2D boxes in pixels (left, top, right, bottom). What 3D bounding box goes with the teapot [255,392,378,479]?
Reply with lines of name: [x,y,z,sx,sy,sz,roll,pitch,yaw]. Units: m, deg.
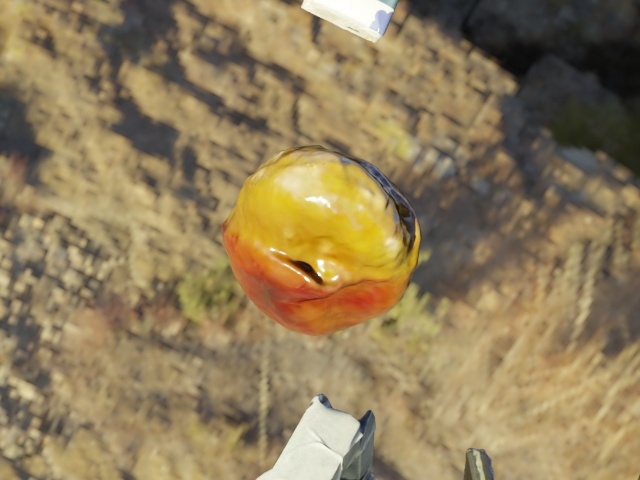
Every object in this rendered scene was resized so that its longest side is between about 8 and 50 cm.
teapot: [-0.001,0.241,1.190,0.163,0.221,0.178,36,39,2]

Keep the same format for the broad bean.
broad bean: [0.000,0.004,1.415,0.156,0.228,0.122,41,72,4]

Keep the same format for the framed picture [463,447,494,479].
framed picture: [0.096,0.318,0.983,0.016,0.347,0.265,-4,48,-4]

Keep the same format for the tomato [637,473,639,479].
tomato: [0.269,0.184,1.244,0.087,0.075,0.087,29,36,-24]

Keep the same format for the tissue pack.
tissue pack: [0.030,-0.186,1.204,0.062,0.083,0.042,25,-5,-4]
